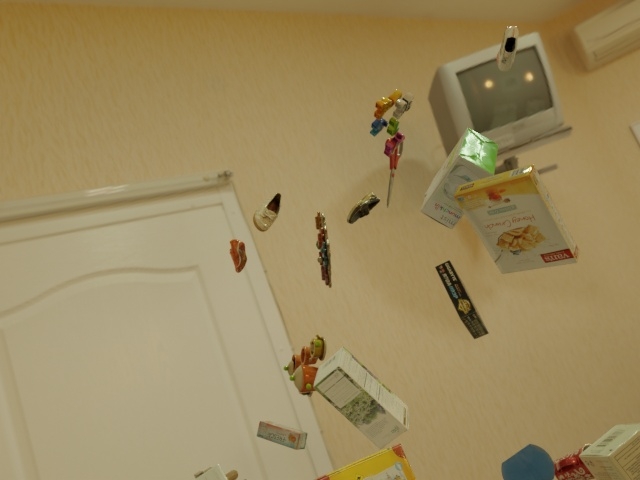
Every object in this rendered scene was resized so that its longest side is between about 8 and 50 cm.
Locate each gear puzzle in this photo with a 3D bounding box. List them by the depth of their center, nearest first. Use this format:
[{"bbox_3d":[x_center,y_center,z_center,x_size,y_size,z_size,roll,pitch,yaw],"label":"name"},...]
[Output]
[{"bbox_3d":[0.000,0.000,1.748,0.044,0.338,0.175,-5,-53,-3],"label":"gear puzzle"}]

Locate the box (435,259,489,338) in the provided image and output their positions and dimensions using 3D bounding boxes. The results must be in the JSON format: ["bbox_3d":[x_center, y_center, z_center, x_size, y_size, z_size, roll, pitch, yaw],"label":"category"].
[{"bbox_3d":[0.418,0.177,1.443,0.051,0.175,0.220,-28,-36,13],"label":"box"}]

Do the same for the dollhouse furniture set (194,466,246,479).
[{"bbox_3d":[-0.344,0.859,1.729,0.123,0.144,0.151,-22,-10,-33],"label":"dollhouse furniture set"}]

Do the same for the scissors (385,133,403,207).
[{"bbox_3d":[0.301,-0.285,1.991,0.021,0.297,0.109,15,29,40],"label":"scissors"}]

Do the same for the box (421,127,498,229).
[{"bbox_3d":[0.450,-0.205,1.592,0.231,0.127,0.262,-62,-4,36],"label":"box"}]

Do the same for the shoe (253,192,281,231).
[{"bbox_3d":[-0.192,-0.110,1.826,0.058,0.077,0.219,-43,16,32],"label":"shoe"}]

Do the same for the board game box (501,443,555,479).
[{"bbox_3d":[0.675,0.746,1.605,0.169,0.133,0.033,-37,-4,3],"label":"board game box"}]

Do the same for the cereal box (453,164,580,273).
[{"bbox_3d":[0.420,-0.036,1.053,0.173,0.240,0.047,-16,29,46],"label":"cereal box"}]

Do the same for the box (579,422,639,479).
[{"bbox_3d":[0.768,0.590,1.110,0.148,0.311,0.121,-27,-18,-15],"label":"box"}]

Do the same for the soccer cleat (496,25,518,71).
[{"bbox_3d":[0.311,-0.313,0.815,0.029,0.035,0.083,7,-35,11],"label":"soccer cleat"}]

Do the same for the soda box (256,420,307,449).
[{"bbox_3d":[-0.142,0.709,1.792,0.183,0.058,0.063,4,-14,32],"label":"soda box"}]

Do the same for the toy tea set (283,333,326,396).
[{"bbox_3d":[-0.076,0.476,1.816,0.124,0.199,0.336,6,-27,-16],"label":"toy tea set"}]

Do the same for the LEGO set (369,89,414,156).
[{"bbox_3d":[0.195,-0.336,1.302,0.093,0.087,0.227,-45,-14,-17],"label":"LEGO set"}]

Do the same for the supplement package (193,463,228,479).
[{"bbox_3d":[-0.262,0.588,1.038,0.179,0.105,0.105,-27,-44,-23],"label":"supplement package"}]

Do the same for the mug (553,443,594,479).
[{"bbox_3d":[0.939,0.826,1.817,0.113,0.150,0.169,-57,-2,-43],"label":"mug"}]

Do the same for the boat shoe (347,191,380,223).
[{"bbox_3d":[0.151,-0.110,1.715,0.152,0.049,0.056,-48,-26,-21],"label":"boat shoe"}]

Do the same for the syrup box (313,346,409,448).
[{"bbox_3d":[0.103,0.389,1.214,0.093,0.237,0.096,-45,6,19],"label":"syrup box"}]

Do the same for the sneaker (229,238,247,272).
[{"bbox_3d":[-0.361,0.064,2.133,0.064,0.067,0.175,-41,-36,-47],"label":"sneaker"}]

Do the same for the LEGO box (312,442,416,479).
[{"bbox_3d":[0.216,1.208,2.239,0.501,0.372,0.193,-6,-31,-32],"label":"LEGO box"}]
